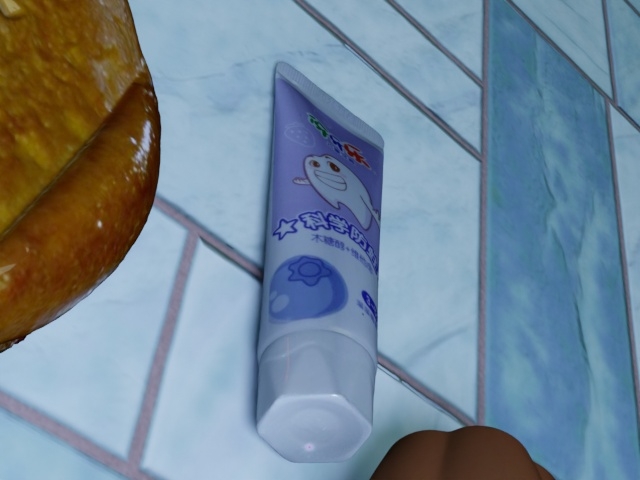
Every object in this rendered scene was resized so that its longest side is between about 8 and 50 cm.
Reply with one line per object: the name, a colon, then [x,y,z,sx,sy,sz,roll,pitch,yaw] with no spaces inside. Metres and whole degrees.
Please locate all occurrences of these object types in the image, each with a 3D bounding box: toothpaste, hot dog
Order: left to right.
hot dog: [-0.204,-0.040,0.529,0.223,0.185,0.405,46,36,-13]
toothpaste: [0.000,0.000,0.862,0.125,0.080,0.371,34,33,-24]

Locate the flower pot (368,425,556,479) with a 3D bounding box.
flower pot: [0.084,0.211,0.703,0.190,0.191,0.173,45,25,-16]
